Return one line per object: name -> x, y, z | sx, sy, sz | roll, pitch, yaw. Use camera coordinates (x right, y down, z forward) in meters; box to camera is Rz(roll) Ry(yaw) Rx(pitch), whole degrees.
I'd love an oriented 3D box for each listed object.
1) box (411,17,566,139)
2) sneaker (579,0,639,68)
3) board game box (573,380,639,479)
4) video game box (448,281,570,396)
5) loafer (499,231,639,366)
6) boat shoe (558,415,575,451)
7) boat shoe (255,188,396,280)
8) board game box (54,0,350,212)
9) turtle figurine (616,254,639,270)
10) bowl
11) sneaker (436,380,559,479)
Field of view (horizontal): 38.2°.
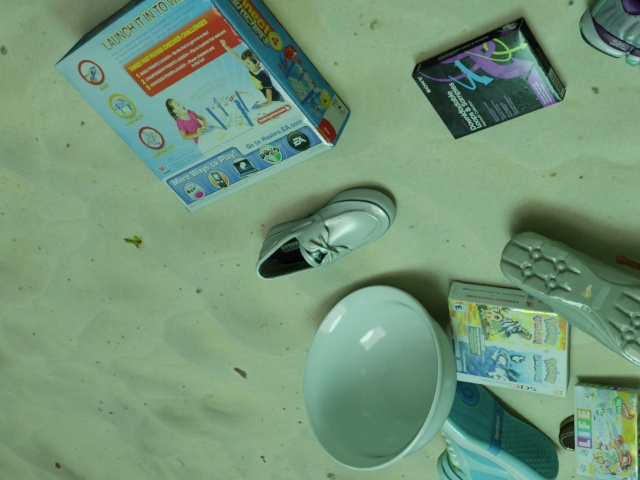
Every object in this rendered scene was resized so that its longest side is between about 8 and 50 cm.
box -> 0.213, -0.201, 1.181 | 0.162, 0.029, 0.116 | -18, 123, 39
sneaker -> 0.407, -0.225, 1.027 | 0.224, 0.083, 0.098 | 25, 133, 2
board game box -> 0.468, 0.312, 1.504 | 0.104, 0.026, 0.154 | 2, 100, 36
video game box -> 0.305, 0.161, 1.487 | 0.187, 0.048, 0.205 | 4, 134, 19
loafer -> 0.401, 0.086, 1.292 | 0.319, 0.111, 0.112 | 34, 99, 15
boat shoe -> 0.490, 0.330, 1.548 | 0.207, 0.073, 0.073 | -21, 124, 41
boat shoe -> 0.000, 0.000, 1.441 | 0.268, 0.088, 0.096 | -17, 123, 37
board game box -> -0.168, -0.214, 1.311 | 0.308, 0.086, 0.302 | -20, 121, 39
turtle figurine -> 0.548, 0.053, 1.226 | 0.270, 0.087, 0.217 | 33, 133, 6
bowl -> 0.119, 0.230, 1.516 | 0.134, 0.297, 0.298 | 18, 150, -41
sneaker -> 0.246, 0.364, 1.661 | 0.319, 0.127, 0.208 | 39, 135, -13
